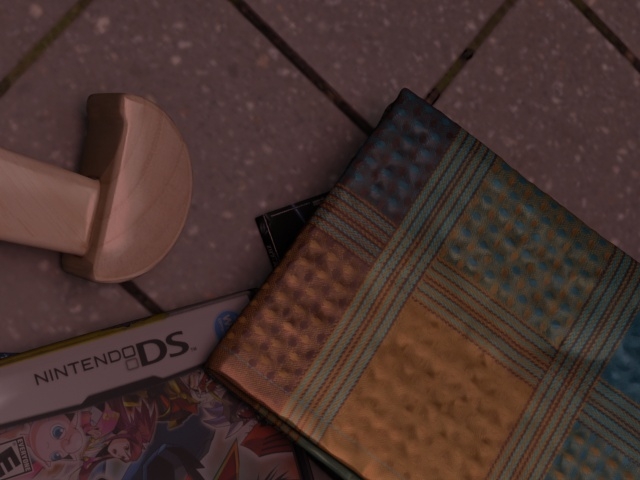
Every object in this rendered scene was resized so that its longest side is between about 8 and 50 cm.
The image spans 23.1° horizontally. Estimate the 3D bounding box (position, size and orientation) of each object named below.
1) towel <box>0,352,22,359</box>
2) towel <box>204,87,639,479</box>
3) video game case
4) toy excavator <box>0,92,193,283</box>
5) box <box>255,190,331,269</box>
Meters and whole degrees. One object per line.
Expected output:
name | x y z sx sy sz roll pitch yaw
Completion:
towel | -0.219 0.135 1.066 0.067 0.029 0.119 3 80 -27
towel | 0.134 0.099 1.140 0.370 0.040 0.271 37 71 -4
video game case | -0.114 0.193 1.079 0.248 0.035 0.275 -15 89 -33
toy excavator | -0.327 -0.151 0.993 0.432 0.222 0.445 -16 102 -24
box | 0.000 0.000 1.185 0.083 0.018 0.067 -19 90 -24
